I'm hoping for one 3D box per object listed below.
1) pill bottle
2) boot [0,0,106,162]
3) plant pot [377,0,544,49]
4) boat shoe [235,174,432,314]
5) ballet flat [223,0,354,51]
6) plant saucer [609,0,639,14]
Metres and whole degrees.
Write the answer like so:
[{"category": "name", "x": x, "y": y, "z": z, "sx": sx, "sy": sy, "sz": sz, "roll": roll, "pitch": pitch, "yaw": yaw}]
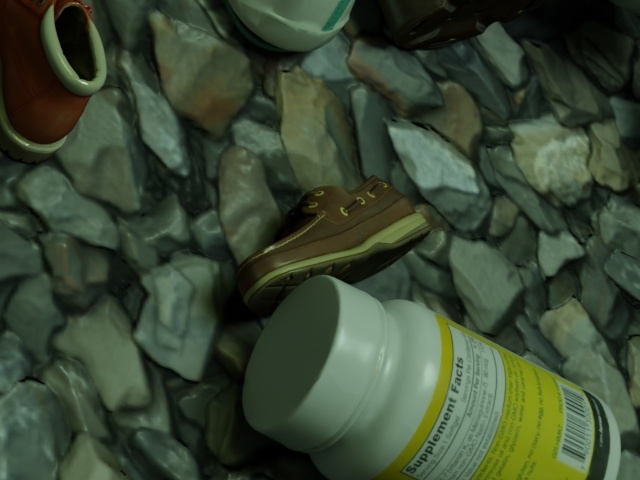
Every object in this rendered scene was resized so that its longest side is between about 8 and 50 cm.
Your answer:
[{"category": "pill bottle", "x": 0.066, "y": 0.107, "z": 0.940, "sx": 0.209, "sy": 0.119, "sz": 0.119, "roll": 28, "pitch": 49, "yaw": -24}, {"category": "boot", "x": -0.163, "y": -0.134, "z": 0.928, "sx": 0.059, "sy": 0.085, "sz": 0.157, "roll": 3, "pitch": 60, "yaw": -37}, {"category": "plant pot", "x": 0.088, "y": -0.240, "z": 1.163, "sx": 0.167, "sy": 0.167, "sz": 0.165, "roll": -10, "pitch": 78, "yaw": -43}, {"category": "boat shoe", "x": 0.000, "y": 0.000, "z": 0.999, "sx": 0.178, "sy": 0.064, "sz": 0.060, "roll": -21, "pitch": 73, "yaw": -52}, {"category": "ballet flat", "x": -0.060, "y": -0.325, "z": 1.104, "sx": 0.139, "sy": 0.139, "sz": 0.400, "roll": -11, "pitch": 71, "yaw": -44}, {"category": "plant saucer", "x": 0.194, "y": -0.340, "z": 1.233, "sx": 0.101, "sy": 0.400, "sz": 0.400, "roll": -20, "pitch": 74, "yaw": -3}]
